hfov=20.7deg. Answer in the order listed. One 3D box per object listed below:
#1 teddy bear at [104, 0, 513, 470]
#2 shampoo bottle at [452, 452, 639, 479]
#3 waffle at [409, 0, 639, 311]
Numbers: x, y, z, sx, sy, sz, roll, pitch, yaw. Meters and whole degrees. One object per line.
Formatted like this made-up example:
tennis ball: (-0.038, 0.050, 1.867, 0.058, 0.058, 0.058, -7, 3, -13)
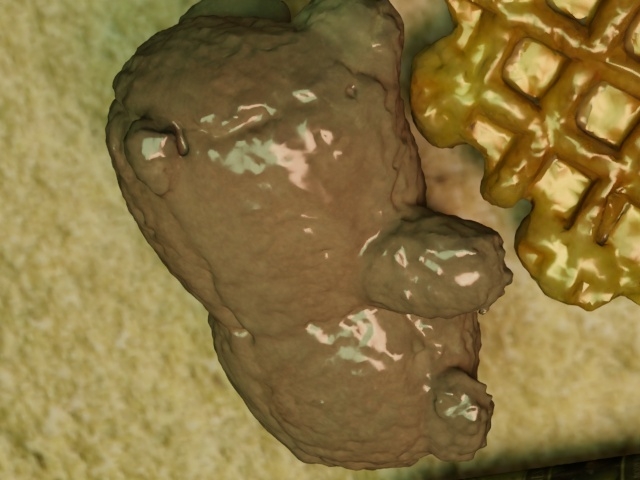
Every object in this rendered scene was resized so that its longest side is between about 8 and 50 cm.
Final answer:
teddy bear: (-0.001, 0.000, 0.900, 0.236, 0.151, 0.267, 13, 144, 50)
shampoo bottle: (0.108, 0.179, 0.977, 0.284, 0.101, 0.101, -10, 105, 15)
waffle: (0.205, -0.093, 0.886, 0.325, 0.068, 0.302, -13, 104, 18)
